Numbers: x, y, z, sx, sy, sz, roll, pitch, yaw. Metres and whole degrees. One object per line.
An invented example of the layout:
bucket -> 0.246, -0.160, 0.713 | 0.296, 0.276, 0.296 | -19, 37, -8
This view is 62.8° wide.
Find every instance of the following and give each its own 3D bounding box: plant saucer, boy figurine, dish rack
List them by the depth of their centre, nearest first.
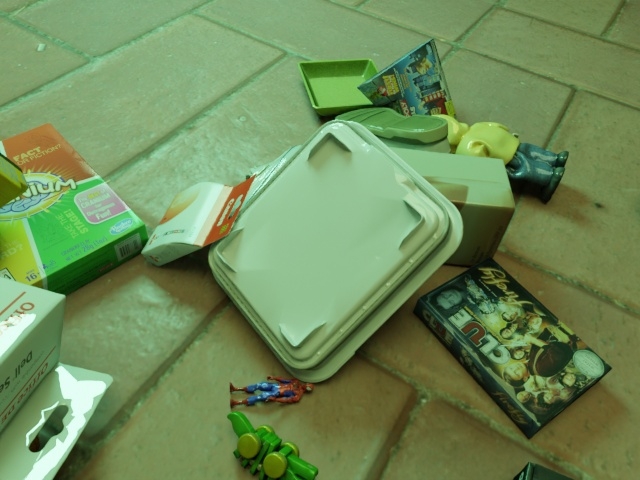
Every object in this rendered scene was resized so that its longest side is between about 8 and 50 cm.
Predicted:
dish rack -> 0.000, 0.000, 0.748 | 0.333, 0.072, 0.285 | -45, 65, 4
boy figurine -> 0.339, -0.172, 1.051 | 0.285, 0.092, 0.177 | 20, 50, 13
plant saucer -> 0.053, -0.346, 1.204 | 0.188, 0.045, 0.188 | -7, 50, -12

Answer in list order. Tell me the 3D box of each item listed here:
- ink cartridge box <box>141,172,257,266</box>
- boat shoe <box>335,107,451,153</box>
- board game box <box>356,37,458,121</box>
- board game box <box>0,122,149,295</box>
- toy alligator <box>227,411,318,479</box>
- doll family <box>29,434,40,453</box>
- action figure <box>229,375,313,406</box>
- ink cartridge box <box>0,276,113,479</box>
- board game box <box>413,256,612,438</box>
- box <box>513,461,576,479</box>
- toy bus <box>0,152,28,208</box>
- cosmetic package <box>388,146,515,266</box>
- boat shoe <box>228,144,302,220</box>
ink cartridge box -> -0.195, -0.043, 0.842 | 0.045, 0.179, 0.146 | 44, 42, -27
boat shoe -> 0.127, -0.191, 1.021 | 0.113, 0.103, 0.302 | -24, 29, -20
board game box -> 0.183, -0.310, 1.124 | 0.194, 0.194, 0.060 | -23, 10, -25
board game box -> -0.474, -0.044, 0.858 | 0.242, 0.064, 0.316 | -35, 63, -31
toy alligator -> -0.047, 0.281, 0.640 | 0.189, 0.056, 0.051 | 30, 94, 18
doll family -> -0.418, 0.258, 0.592 | 0.163, 0.119, 0.263 | 2, 30, -9
action figure -> -0.066, 0.206, 0.717 | 0.115, 0.030, 0.038 | -2, 45, -11
ink cartridge box -> -0.423, 0.125, 0.556 | 0.353, 0.119, 0.207 | 17, 28, -5
board game box -> 0.283, 0.148, 0.794 | 0.165, 0.042, 0.243 | -25, 56, -25
box -> 0.324, 0.431, 0.533 | 0.295, 0.073, 0.293 | 21, 49, 13
toy bus -> -0.572, -0.003, 0.715 | 0.332, 0.108, 0.130 | -31, 65, -4
cosmetic package -> 0.154, -0.059, 0.892 | 0.295, 0.153, 0.129 | 5, 47, 0
boat shoe -> -0.101, -0.107, 0.951 | 0.075, 0.083, 0.226 | 24, 51, 14
